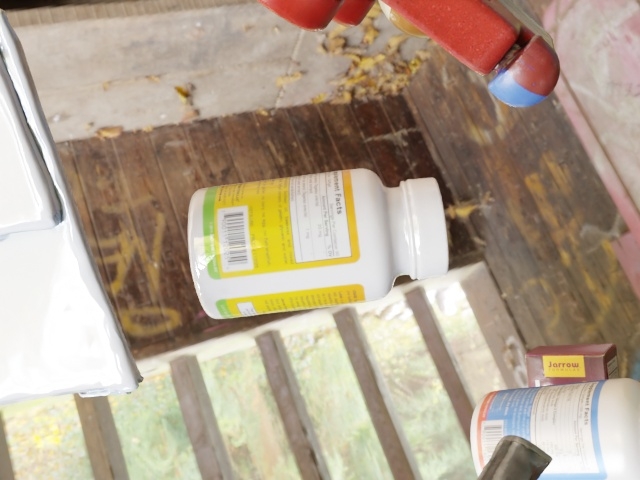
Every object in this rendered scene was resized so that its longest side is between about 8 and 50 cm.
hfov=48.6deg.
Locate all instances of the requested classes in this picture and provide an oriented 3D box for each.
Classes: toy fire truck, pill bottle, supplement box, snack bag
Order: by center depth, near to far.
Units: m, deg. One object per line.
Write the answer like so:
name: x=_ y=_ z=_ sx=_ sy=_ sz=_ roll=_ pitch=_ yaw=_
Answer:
toy fire truck: x=0.084 y=-0.210 z=0.548 sx=0.169 sy=0.254 sz=0.302 roll=-50 pitch=-179 yaw=24
snack bag: x=-0.350 y=0.009 z=0.628 sx=0.322 sy=0.343 sz=0.037 roll=-12 pitch=-166 yaw=18
pill bottle: x=0.000 y=0.000 z=0.724 sx=0.245 sy=0.137 sz=0.136 roll=-7 pitch=162 yaw=3
pill bottle: x=0.281 y=0.209 z=0.735 sx=0.221 sy=0.124 sz=0.124 roll=-15 pitch=169 yaw=37
supplement box: x=0.338 y=0.235 z=0.933 sx=0.104 sy=0.188 sz=0.080 roll=-6 pitch=179 yaw=32

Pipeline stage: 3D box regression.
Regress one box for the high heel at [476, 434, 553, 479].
high heel: x=0.183 y=0.245 z=0.416 sx=0.186 sy=0.261 sz=0.093 roll=-38 pitch=145 yaw=-44
